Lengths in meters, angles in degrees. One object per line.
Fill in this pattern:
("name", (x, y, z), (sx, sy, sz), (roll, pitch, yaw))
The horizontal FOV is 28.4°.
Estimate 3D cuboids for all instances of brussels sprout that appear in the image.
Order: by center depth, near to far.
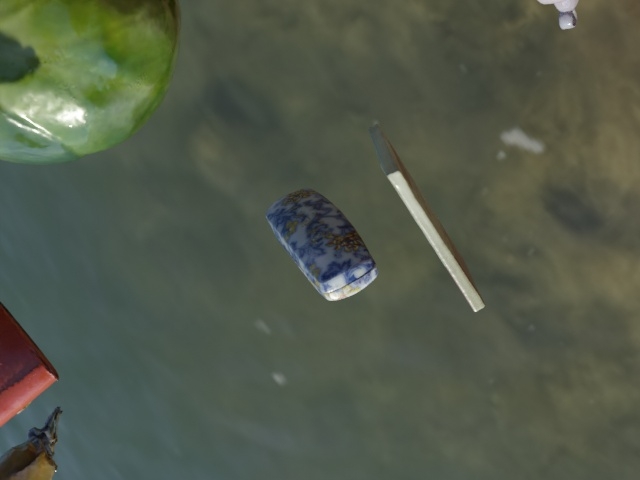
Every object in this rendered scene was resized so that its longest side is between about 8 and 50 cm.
("brussels sprout", (-0.331, -0.223, 1.364), (0.289, 0.355, 0.281), (-107, 26, -58))

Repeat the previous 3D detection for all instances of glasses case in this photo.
("glasses case", (0.000, 0.000, 1.609), (0.248, 0.087, 0.065), (48, 162, 60))

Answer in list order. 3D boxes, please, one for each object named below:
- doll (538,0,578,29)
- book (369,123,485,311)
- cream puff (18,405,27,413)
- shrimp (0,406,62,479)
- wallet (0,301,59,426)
("doll", (0.276, -0.446, 1.594), (0.094, 0.160, 0.365), (-9, 103, 23))
("book", (0.136, -0.030, 1.634), (0.232, 0.022, 0.162), (55, -172, -25))
("cream puff", (-0.358, 0.168, 1.445), (0.083, 0.083, 0.058), (17, 141, -12))
("shrimp", (-0.386, 0.229, 1.138), (0.068, 0.287, 0.185), (-159, 77, -77))
("wallet", (-0.323, 0.119, 0.976), (0.142, 0.204, 0.045), (48, 173, 10))
